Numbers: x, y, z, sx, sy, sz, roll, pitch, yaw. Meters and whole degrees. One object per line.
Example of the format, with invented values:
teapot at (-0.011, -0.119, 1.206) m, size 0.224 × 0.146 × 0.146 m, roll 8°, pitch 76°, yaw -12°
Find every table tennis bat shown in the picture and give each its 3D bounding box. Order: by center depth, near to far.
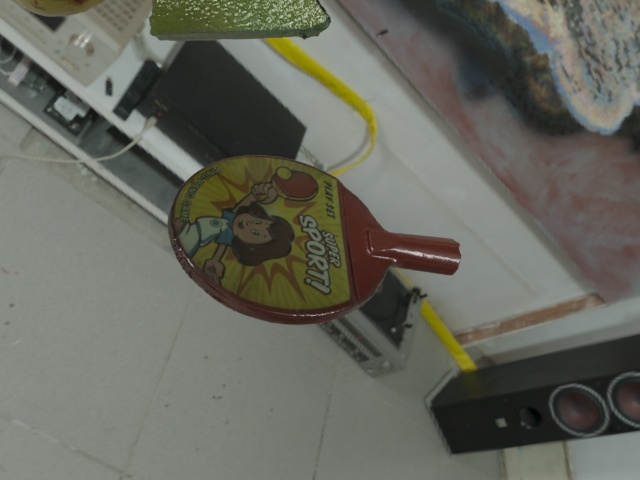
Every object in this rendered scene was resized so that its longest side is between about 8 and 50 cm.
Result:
table tennis bat at (0.000, 0.000, 0.909) m, size 0.414 × 0.051 × 0.268 m, roll 8°, pitch 52°, yaw -17°

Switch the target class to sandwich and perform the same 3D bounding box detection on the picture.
sandwich at (-0.133, -0.324, 0.877) m, size 0.245 × 0.212 × 0.063 m, roll 57°, pitch 14°, yaw 3°

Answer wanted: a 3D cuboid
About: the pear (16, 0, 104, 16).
pear at (-0.444, -0.515, 1.117) m, size 0.271 × 0.271 × 0.271 m, roll 25°, pitch 54°, yaw -39°
